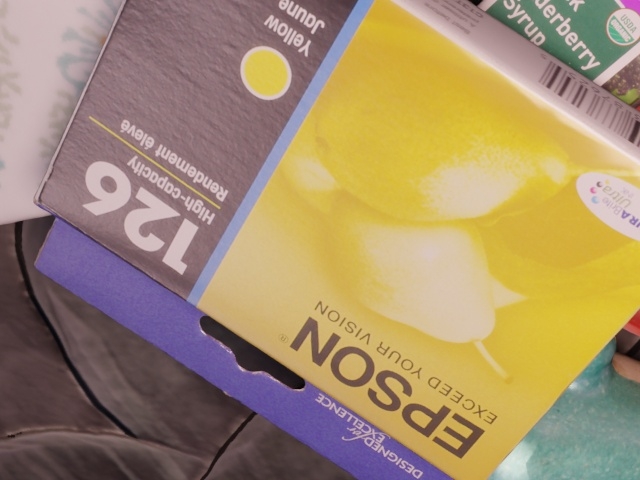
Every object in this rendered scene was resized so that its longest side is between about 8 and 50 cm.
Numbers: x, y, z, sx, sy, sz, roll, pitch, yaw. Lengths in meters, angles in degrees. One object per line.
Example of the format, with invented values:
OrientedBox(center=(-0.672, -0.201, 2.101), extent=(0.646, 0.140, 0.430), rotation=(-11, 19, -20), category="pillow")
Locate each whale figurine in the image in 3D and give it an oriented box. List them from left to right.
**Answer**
OrientedBox(center=(0.181, 0.151, 0.760), extent=(0.272, 0.141, 0.216), rotation=(2, 125, 20), category="whale figurine")

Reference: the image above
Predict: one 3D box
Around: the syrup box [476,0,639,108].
OrientedBox(center=(0.127, -0.096, 0.633), extent=(0.237, 0.096, 0.093), rotation=(-42, 82, 34), category="syrup box")

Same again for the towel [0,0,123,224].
OrientedBox(center=(-0.202, -0.164, 0.674), extent=(0.375, 0.090, 0.320), rotation=(-10, 122, 13), category="towel")

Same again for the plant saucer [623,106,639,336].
OrientedBox(center=(0.287, -0.033, 0.707), extent=(0.259, 0.047, 0.259), rotation=(28, 121, -10), category="plant saucer")

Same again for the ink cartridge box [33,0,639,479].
OrientedBox(center=(0.000, 0.000, 0.627), extent=(0.304, 0.072, 0.307), rotation=(33, 120, 2), category="ink cartridge box")
